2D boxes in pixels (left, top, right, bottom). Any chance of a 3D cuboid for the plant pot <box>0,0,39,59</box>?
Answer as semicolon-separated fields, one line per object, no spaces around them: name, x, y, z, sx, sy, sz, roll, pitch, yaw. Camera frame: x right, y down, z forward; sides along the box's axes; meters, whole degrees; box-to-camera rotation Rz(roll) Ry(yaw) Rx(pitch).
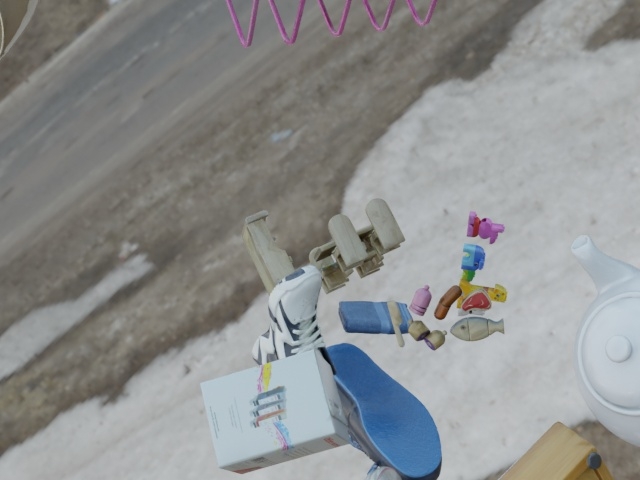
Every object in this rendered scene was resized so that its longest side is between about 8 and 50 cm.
plant pot;-0.524;-0.423;1.656;0.284;0.284;0.191;-12;30;46

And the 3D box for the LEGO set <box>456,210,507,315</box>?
LEGO set;0.318;0.069;2.125;0.093;0.227;0.087;9;30;11

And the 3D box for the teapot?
teapot;0.419;0.152;1.392;0.256;0.187;0.253;21;95;41

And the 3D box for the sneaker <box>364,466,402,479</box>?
sneaker;0.143;0.413;1.579;0.111;0.103;0.252;-46;38;15

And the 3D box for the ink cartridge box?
ink cartridge box;-0.062;0.248;1.578;0.176;0.128;0.127;-16;71;6

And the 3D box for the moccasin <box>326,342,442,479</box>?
moccasin;0.103;0.305;1.857;0.137;0.117;0.342;-11;35;-19

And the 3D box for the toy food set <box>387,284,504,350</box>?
toy food set;0.138;0.083;1.224;0.122;0.078;0.019;-14;11;13

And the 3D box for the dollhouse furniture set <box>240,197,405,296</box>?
dollhouse furniture set;0.000;0.000;2.000;0.242;0.161;0.212;-23;-11;-15

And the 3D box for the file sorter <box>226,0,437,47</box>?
file sorter;0.012;-0.397;1.527;0.290;0.182;0.202;-10;60;-17

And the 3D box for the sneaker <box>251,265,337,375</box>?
sneaker;-0.019;0.161;1.723;0.094;0.153;0.235;-15;-38;-43

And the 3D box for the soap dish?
soap dish;0.355;0.442;1.560;0.229;0.291;0.118;-37;11;-28

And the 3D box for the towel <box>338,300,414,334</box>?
towel;0.090;0.127;1.777;0.067;0.119;0.029;-109;27;-51
